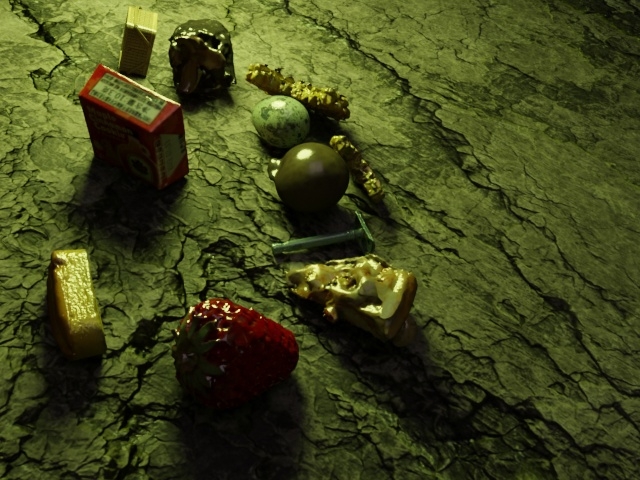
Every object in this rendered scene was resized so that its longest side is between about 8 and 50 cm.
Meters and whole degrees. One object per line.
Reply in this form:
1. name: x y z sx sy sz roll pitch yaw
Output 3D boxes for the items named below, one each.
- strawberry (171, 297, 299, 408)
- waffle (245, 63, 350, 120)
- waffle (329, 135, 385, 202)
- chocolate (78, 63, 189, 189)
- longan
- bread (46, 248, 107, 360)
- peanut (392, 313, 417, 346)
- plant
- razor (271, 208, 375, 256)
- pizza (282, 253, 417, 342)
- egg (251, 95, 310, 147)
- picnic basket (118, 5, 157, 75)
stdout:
1. strawberry: -0.145 0.209 1.349 0.244 0.205 0.205 4 41 -43
2. waffle: -0.048 -0.398 1.939 0.293 0.069 0.260 23 3 12
3. waffle: 0.095 -0.181 1.792 0.051 0.194 0.149 -36 16 -1
4. chocolate: -0.431 -0.253 1.672 0.237 0.235 0.108 30 57 14
5. longan: -0.034 -0.151 1.725 0.204 0.159 0.185 19 43 16
6. bread: -0.470 0.118 1.382 0.094 0.102 0.245 -6 50 -24
7. peanut: 0.160 0.148 1.537 0.082 0.082 0.187 6 45 -9
8. plant: -0.322 -0.496 1.969 0.178 0.204 0.234 -4 36 -6
9. razor: 0.000 0.000 1.665 0.232 0.068 0.106 -10 48 -15
10. pizza: 0.059 0.096 1.516 0.297 0.071 0.189 20 59 32
11. egg: -0.106 -0.312 1.884 0.172 0.132 0.132 28 44 30
12. picnic basket: -0.502 -0.548 1.990 0.079 0.164 0.115 9 44 -20
